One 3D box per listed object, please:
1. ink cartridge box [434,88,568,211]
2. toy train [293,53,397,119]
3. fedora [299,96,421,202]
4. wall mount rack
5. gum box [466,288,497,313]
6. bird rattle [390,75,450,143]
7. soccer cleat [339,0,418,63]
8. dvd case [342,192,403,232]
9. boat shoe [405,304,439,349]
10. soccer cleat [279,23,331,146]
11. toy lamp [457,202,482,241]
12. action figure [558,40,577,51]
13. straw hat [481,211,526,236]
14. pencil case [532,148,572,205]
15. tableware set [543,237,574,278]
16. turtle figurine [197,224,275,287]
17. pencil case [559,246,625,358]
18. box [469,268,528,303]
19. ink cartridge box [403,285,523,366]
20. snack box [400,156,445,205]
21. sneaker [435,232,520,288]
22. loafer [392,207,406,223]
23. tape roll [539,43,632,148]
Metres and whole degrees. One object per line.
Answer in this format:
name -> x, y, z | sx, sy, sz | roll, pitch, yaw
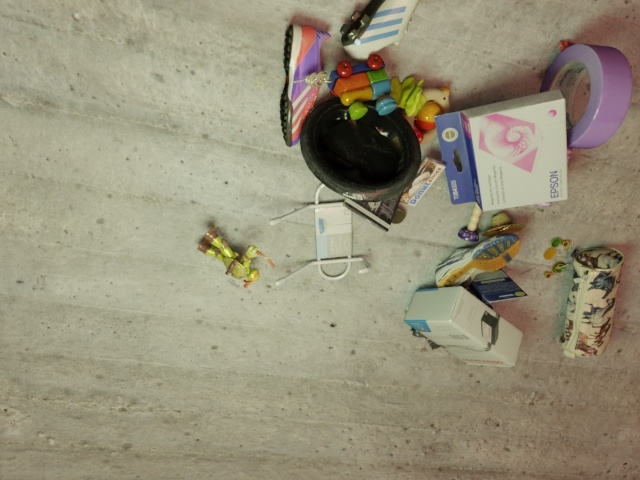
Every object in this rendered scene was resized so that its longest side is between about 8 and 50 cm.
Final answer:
ink cartridge box -> 0.512, -0.231, 1.430 | 0.330, 0.071, 0.324 | -10, 129, 18
toy train -> 0.069, -0.373, 1.307 | 0.248, 0.105, 0.143 | -19, 75, -16
fedora -> 0.102, -0.229, 1.390 | 0.334, 0.334, 0.152 | -9, 159, -5
wall mount rack -> 0.000, 0.000, 1.551 | 0.304, 0.130, 0.350 | -6, 115, -7
gum box -> 0.547, 0.260, 1.821 | 0.157, 0.041, 0.184 | -24, 117, 3
bird rattle -> 0.284, -0.339, 1.445 | 0.207, 0.143, 0.253 | -18, 121, -20
soccer cleat -> 0.196, -0.601, 1.319 | 0.331, 0.116, 0.143 | -45, 130, 14
dvd case -> 0.171, -0.158, 1.500 | 0.164, 0.018, 0.221 | 30, 71, -22
boat shoe -> 0.360, 0.315, 1.800 | 0.076, 0.080, 0.228 | -42, 123, 9
soccer cleat -> -0.044, -0.406, 1.365 | 0.116, 0.108, 0.318 | 0, 113, -14
toy lamp -> 0.511, -0.132, 1.608 | 0.080, 0.080, 0.275 | 6, 117, -13
action figure -> 0.735, -0.550, 1.473 | 0.115, 0.030, 0.038 | 18, 116, -15
straw hat -> 0.591, -0.059, 1.661 | 0.144, 0.144, 0.061 | -7, 74, -7
pencil case -> 0.718, -0.210, 1.598 | 0.088, 0.086, 0.206 | -14, 122, -42
tableware set -> 0.830, 0.064, 1.786 | 0.104, 0.024, 0.154 | 7, 114, -13
turtle figurine -> -0.264, 0.065, 1.524 | 0.217, 0.269, 0.087 | 38, 61, -3
pencil case -> 0.955, 0.227, 1.808 | 0.183, 0.160, 0.410 | -16, 119, -21
box -> 0.562, 0.146, 1.665 | 0.136, 0.225, 0.036 | -7, 115, -6
ink cartridge box -> 0.467, 0.283, 1.662 | 0.307, 0.223, 0.129 | 35, 66, -21
snack box -> 0.303, -0.176, 1.540 | 0.064, 0.022, 0.178 | 15, 137, -17
sneaker -> 0.498, 0.051, 1.658 | 0.296, 0.131, 0.112 | -33, 117, 14
loafer -> 0.206, -0.094, 1.589 | 0.148, 0.050, 0.056 | 18, 115, -34
tape roll -> 0.720, -0.394, 1.405 | 0.090, 0.275, 0.275 | 1, 115, -9
